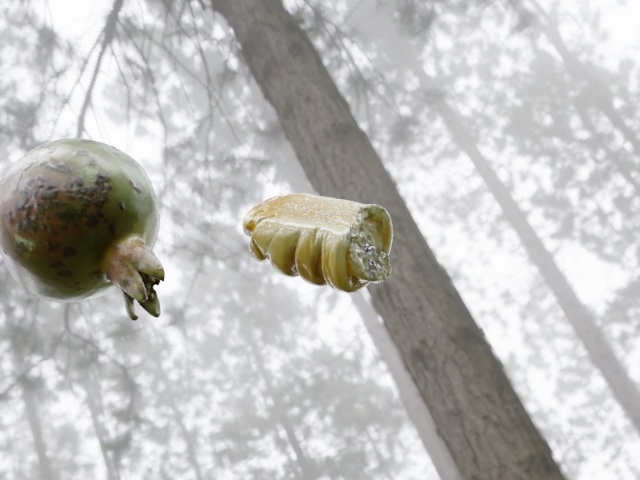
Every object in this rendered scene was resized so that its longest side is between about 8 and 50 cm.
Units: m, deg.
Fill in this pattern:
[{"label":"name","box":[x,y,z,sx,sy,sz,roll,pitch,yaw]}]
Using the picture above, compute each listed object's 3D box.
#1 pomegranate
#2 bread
[{"label":"pomegranate","box":[-0.271,0.001,1.115,0.198,0.245,0.198,-28,-9,-5]},{"label":"bread","box":[0.000,0.000,1.060,0.119,0.177,0.084,-36,-47,-49]}]
